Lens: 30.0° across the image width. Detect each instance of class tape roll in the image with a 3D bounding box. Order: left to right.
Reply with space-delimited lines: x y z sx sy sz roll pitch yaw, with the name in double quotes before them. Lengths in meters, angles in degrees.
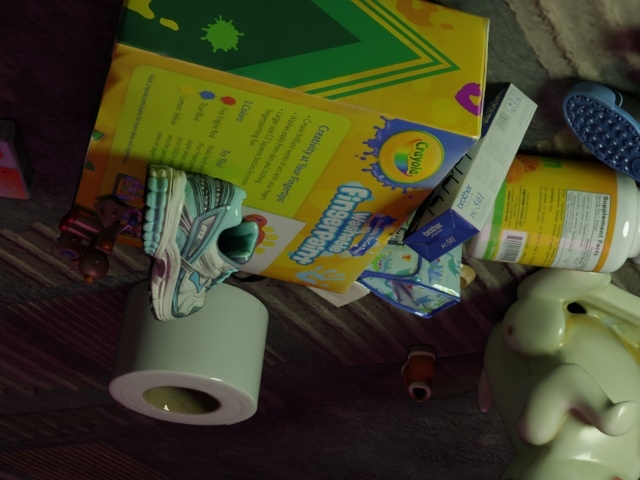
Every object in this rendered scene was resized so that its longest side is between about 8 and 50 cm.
"tape roll" -0.214 0.186 1.967 0.246 0.169 0.246 5 151 3

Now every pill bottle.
"pill bottle" 0.309 -0.032 1.479 0.246 0.136 0.136 7 152 -1

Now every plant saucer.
"plant saucer" 0.192 0.057 1.799 0.084 0.015 0.083 5 152 3

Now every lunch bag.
"lunch bag" 0.115 0.016 1.617 0.151 0.128 0.096 22 147 -23

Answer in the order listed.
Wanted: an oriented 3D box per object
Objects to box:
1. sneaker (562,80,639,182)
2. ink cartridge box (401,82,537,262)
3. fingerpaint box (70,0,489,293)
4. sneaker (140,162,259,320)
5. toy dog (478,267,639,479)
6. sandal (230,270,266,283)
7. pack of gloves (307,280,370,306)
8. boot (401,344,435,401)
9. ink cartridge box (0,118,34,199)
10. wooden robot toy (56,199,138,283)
"sneaker" 0.383 -0.120 1.371 0.232 0.090 0.081 36 148 -8
"ink cartridge box" 0.169 -0.078 1.346 0.046 0.207 0.097 38 143 -12
"fingerpaint box" -0.069 -0.124 1.355 0.371 0.163 0.445 13 154 -11
"sneaker" -0.133 0.018 1.355 0.122 0.110 0.283 5 154 0
"toy dog" 0.354 0.281 1.767 0.395 0.407 0.285 -20 141 40
"sandal" -0.101 0.041 1.805 0.179 0.040 0.067 9 152 -5
"pack of gloves" 0.000 0.000 1.724 0.232 0.046 0.195 32 145 -24
"boot" 0.171 0.250 2.096 0.059 0.084 0.158 2 153 4
"ink cartridge box" -0.484 -0.114 1.593 0.179 0.045 0.145 3 152 0
"wooden robot toy" -0.278 0.014 1.419 0.076 0.079 0.173 20 151 -22
